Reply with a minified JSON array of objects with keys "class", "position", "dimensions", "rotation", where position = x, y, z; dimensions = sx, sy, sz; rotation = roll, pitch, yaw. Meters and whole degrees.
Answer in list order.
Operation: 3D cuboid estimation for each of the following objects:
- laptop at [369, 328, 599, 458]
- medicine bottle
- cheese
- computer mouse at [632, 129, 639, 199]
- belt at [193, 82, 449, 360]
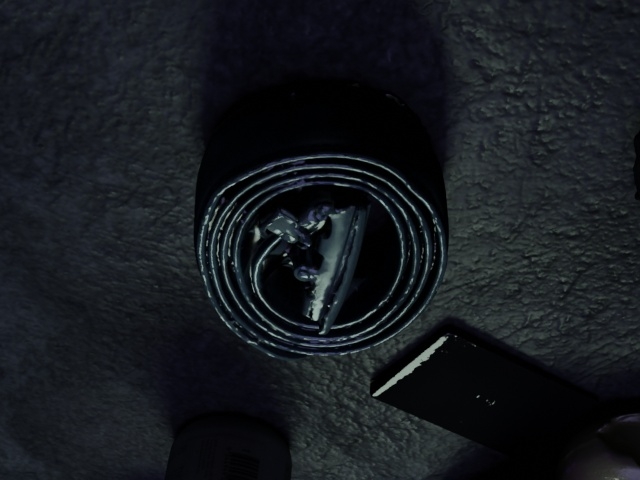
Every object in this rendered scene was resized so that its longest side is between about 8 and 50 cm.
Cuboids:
[{"class":"laptop","position":[0.164,0.155,1.269],"dimensions":[0.197,0.016,0.135],"rotation":[26,134,-23]},{"class":"medicine bottle","position":[-0.105,0.304,1.316],"dimensions":[0.135,0.215,0.135],"rotation":[4,138,4]},{"class":"cheese","position":[0.326,0.279,1.341],"dimensions":[0.163,0.082,0.286],"rotation":[4,142,6]},{"class":"computer mouse","position":[0.353,-0.068,0.945],"dimensions":[0.264,0.088,0.147],"rotation":[-28,126,36]},{"class":"belt","position":[0.000,0.000,1.037],"dimensions":[0.206,0.116,0.267],"rotation":[0,136,0]}]
